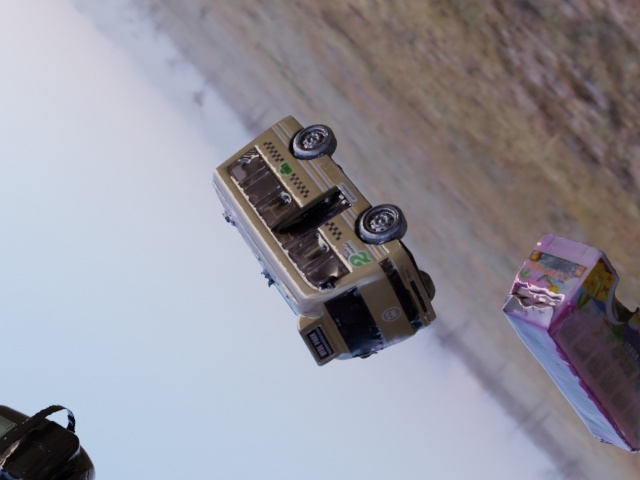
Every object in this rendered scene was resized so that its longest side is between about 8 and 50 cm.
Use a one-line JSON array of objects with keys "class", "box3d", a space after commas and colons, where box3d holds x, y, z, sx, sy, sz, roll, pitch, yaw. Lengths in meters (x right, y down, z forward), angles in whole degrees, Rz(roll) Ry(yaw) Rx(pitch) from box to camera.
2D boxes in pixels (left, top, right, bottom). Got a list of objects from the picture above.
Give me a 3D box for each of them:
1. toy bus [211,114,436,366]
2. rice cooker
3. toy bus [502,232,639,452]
[{"class": "toy bus", "box3d": [0.000, 0.000, 1.402, 0.289, 0.157, 0.139, 53, 174, 42]}, {"class": "rice cooker", "box3d": [-0.266, 0.224, 1.075, 0.118, 0.203, 0.142, 26, -148, 15]}, {"class": "toy bus", "box3d": [0.292, 0.113, 1.336, 0.090, 0.112, 0.274, 20, 157, 49]}]
